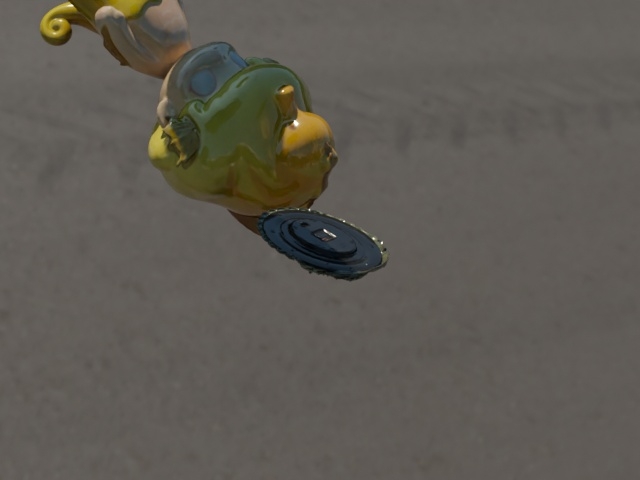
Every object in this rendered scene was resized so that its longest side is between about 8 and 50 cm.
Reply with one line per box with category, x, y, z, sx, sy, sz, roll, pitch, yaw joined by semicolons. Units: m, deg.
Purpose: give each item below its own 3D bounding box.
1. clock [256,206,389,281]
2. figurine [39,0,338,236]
clock;0.000;0.000;0.989;0.083;0.010;0.074;30;31;28
figurine;-0.090;-0.108;1.210;0.246;0.131;0.156;49;44;2
